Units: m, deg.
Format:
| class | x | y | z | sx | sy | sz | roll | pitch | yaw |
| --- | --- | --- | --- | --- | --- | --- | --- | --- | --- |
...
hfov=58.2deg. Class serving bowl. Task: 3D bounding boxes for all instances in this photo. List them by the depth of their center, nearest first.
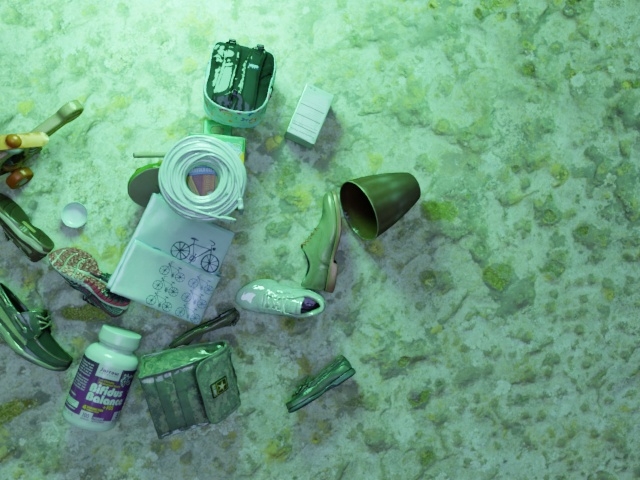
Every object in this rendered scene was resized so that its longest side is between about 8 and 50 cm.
| class | x | y | z | sx | sy | sz | roll | pitch | yaw |
| --- | --- | --- | --- | --- | --- | --- | --- | --- | --- |
| serving bowl | -0.790 | -0.082 | 1.854 | 0.083 | 0.027 | 0.083 | 0 | 89 | -10 |

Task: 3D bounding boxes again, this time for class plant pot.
| class | x | y | z | sx | sy | sz | roll | pitch | yaw |
| --- | --- | --- | --- | --- | --- | --- | --- | --- | --- |
| plant pot | 0.218 | -0.143 | 1.951 | 0.230 | 0.215 | 0.215 | -26 | 94 | -23 |

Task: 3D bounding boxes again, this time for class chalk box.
| class | x | y | z | sx | sy | sz | roll | pitch | yaw |
| --- | --- | --- | --- | --- | --- | --- | --- | --- | --- |
| chalk box | -0.337 | -0.248 | 1.854 | 0.180 | 0.179 | 0.289 | 2 | 90 | -10 |

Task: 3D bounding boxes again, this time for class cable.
| class | x | y | z | sx | sy | sz | roll | pitch | yaw |
| --- | --- | --- | --- | --- | --- | --- | --- | --- | --- |
| cable | -0.350 | -0.181 | 1.718 | 0.257 | 0.089 | 0.257 | 6 | 87 | -10 |

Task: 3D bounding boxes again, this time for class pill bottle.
| class | x | y | z | sx | sy | sz | roll | pitch | yaw |
| --- | --- | --- | --- | --- | --- | --- | --- | --- | --- |
| pill bottle | -0.675 | 0.425 | 1.802 | 0.169 | 0.169 | 0.302 | 20 | 87 | -9 |

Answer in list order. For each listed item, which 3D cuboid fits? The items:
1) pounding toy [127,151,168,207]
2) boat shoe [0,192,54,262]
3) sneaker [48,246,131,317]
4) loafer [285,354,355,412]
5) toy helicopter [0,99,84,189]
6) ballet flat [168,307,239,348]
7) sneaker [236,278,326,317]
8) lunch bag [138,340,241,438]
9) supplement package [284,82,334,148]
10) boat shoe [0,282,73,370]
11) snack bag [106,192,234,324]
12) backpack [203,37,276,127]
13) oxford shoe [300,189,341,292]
| class | x | y | z | sx | sy | sz | roll | pitch | yaw |
| --- | --- | --- | --- | --- | --- | --- | --- | --- | --- |
| pounding toy | -0.529 | -0.223 | 1.840 | 0.182 | 0.237 | 0.110 | -5 | 51 | -27 |
| boat shoe | -0.960 | -0.035 | 1.796 | 0.095 | 0.095 | 0.257 | -44 | 89 | 13 |
| sneaker | -0.742 | 0.136 | 1.825 | 0.299 | 0.121 | 0.112 | 38 | 126 | 2 |
| loafer | -0.010 | 0.489 | 1.965 | 0.267 | 0.096 | 0.084 | -28 | 75 | -15 |
| toy helicopter | -0.875 | -0.312 | 1.736 | 0.355 | 0.235 | 0.140 | -40 | 96 | -8 |
| ballet flat | -0.380 | 0.302 | 1.901 | 0.249 | 0.084 | 0.058 | -27 | 93 | -14 |
| sneaker | -0.126 | 0.194 | 1.904 | 0.305 | 0.152 | 0.114 | 5 | 91 | -8 |
| lunch bag | -0.404 | 0.465 | 1.832 | 0.286 | 0.169 | 0.235 | -14 | 109 | -10 |
| supplement package | -0.040 | -0.418 | 1.942 | 0.105 | 0.105 | 0.179 | 23 | 87 | -9 |
| boat shoe | -0.909 | 0.266 | 1.783 | 0.355 | 0.132 | 0.130 | 41 | 84 | -8 |
| snack bag | -0.463 | 0.063 | 1.853 | 0.323 | 0.037 | 0.343 | 28 | 81 | -27 |
| backpack | -0.266 | -0.486 | 1.847 | 0.225 | 0.191 | 0.254 | 10 | 63 | -9 |
| oxford shoe | 0.000 | 0.000 | 1.942 | 0.130 | 0.123 | 0.349 | 5 | 88 | -4 |
